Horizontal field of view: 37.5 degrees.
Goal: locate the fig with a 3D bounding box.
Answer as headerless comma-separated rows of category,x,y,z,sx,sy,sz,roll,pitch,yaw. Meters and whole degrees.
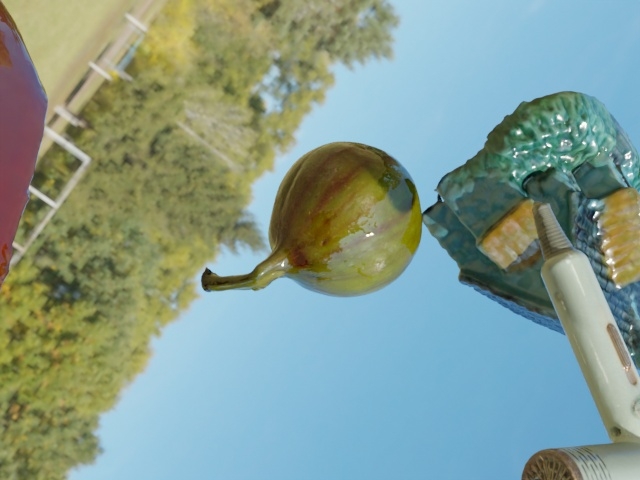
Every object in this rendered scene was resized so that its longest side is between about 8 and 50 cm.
fig,0.005,-0.014,0.874,0.186,0.148,0.142,-29,138,-42

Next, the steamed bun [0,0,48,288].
steamed bun,-0.279,0.019,0.344,0.235,0.248,0.379,-22,-130,40

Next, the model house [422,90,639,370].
model house,0.281,0.015,1.001,0.226,0.261,0.241,-41,-125,19

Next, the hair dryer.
hair dryer,0.163,0.057,0.506,0.044,0.155,0.183,-36,-125,51
